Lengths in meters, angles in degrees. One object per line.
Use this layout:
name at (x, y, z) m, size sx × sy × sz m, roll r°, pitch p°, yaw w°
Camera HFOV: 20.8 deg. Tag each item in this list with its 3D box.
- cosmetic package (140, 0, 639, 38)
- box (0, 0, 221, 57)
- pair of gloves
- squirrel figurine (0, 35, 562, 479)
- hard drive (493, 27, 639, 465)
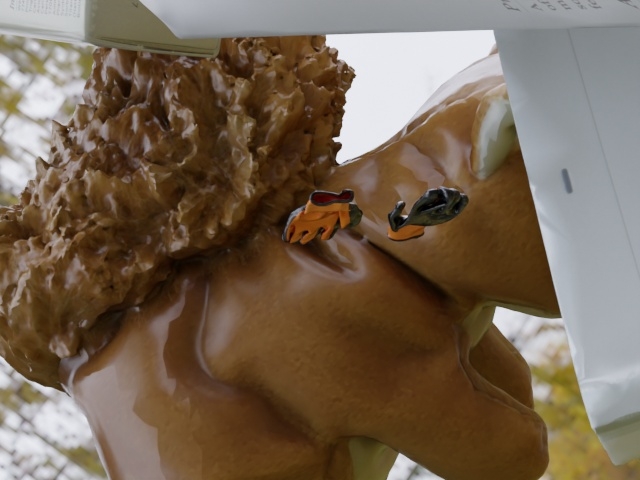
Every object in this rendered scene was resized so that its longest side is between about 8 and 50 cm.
cosmetic package at (0.004, -0.183, 0.587) m, size 0.197 × 0.365 × 0.155 m, roll 42°, pitch -104°, yaw -28°
box at (-0.169, -0.175, 1.046) m, size 0.094 × 0.275 × 0.113 m, roll 2°, pitch -81°, yaw -39°
pair of gloves at (0.025, -0.010, 0.811) m, size 0.083 × 0.010 × 0.074 m, roll -4°, pitch -15°, yaw -15°
squirrel figurine at (0.000, 0.000, 1.094) m, size 0.370 × 0.397 × 0.281 m, roll -49°, pitch 0°, yaw 24°
hard drive at (0.221, -0.059, 0.595) m, size 0.308 × 0.203 × 0.040 m, roll -21°, pitch -44°, yaw 15°
